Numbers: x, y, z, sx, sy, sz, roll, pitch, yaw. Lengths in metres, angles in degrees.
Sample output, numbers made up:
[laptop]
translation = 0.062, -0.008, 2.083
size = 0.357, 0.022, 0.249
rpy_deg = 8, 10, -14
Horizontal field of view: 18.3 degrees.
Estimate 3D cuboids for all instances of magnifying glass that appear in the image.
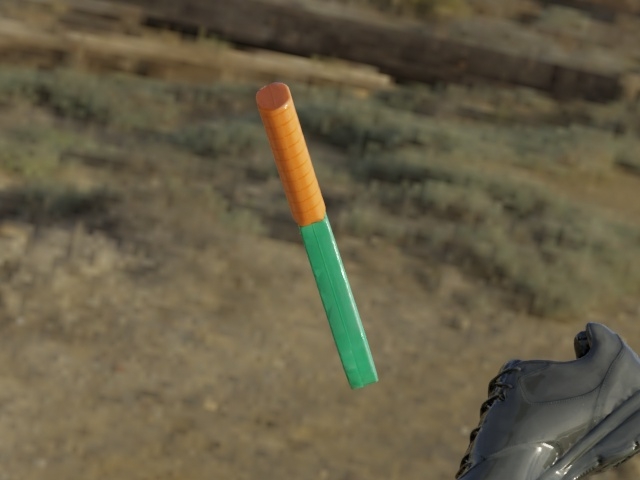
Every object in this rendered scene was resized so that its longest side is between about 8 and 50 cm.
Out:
[magnifying glass]
translation = 0.000, 0.000, 1.251
size = 0.026, 0.231, 0.092
rpy_deg = -18, 38, 2

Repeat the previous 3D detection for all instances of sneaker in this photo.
[sneaker]
translation = 0.170, 0.175, 1.701
size = 0.286, 0.130, 0.109
rpy_deg = -32, -10, -24
